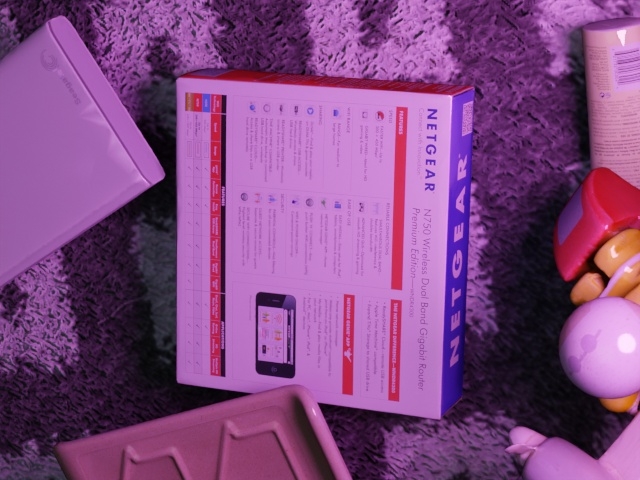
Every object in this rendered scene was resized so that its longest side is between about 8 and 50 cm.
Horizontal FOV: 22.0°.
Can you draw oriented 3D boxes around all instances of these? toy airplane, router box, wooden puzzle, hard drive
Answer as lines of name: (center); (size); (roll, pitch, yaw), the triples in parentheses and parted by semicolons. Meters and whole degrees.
toy airplane: (0.324, 0.119, 1.411); (0.384, 0.272, 0.386); (0, 85, 54)
router box: (0.000, 0.000, 1.705); (0.301, 0.082, 0.335); (6, 103, 20)
wooden puzzle: (-0.085, 0.316, 1.785); (0.348, 0.080, 0.322); (-15, 109, 28)
hard drive: (-0.331, -0.084, 1.807); (0.307, 0.040, 0.203); (-31, 93, 36)

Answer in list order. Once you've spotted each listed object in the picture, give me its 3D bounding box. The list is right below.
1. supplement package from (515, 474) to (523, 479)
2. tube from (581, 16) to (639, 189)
supplement package: (0.237, 0.374, 1.658); (0.134, 0.139, 0.244); (-43, 85, 24)
tube: (0.293, -0.093, 1.586); (0.070, 0.062, 0.240); (16, 120, 58)
